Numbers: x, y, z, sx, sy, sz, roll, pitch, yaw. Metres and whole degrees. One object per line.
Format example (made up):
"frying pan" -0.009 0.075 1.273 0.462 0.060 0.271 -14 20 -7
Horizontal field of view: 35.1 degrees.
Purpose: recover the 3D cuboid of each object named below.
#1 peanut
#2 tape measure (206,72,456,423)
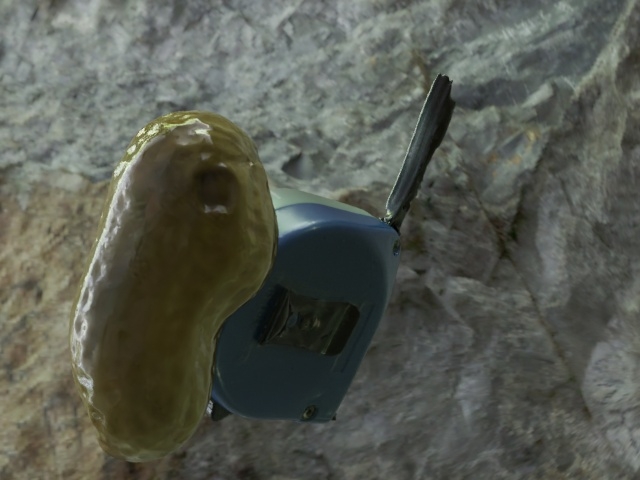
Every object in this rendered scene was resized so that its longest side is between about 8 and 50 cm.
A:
"peanut" -0.096 0.029 0.666 0.110 0.120 0.236 -4 -108 64
"tape measure" 0.000 0.000 0.888 0.098 0.215 0.351 33 -76 43
